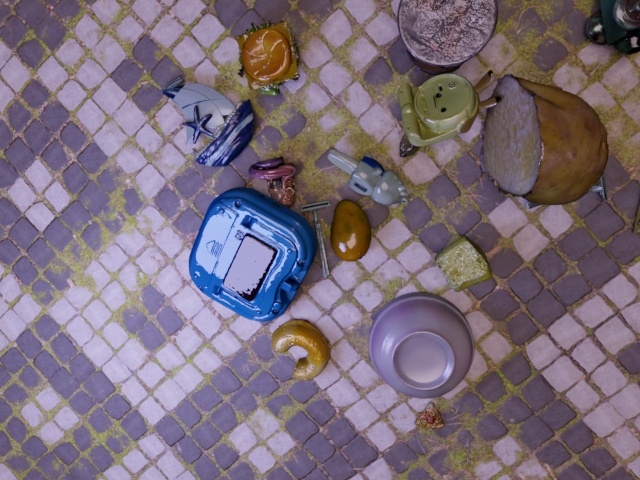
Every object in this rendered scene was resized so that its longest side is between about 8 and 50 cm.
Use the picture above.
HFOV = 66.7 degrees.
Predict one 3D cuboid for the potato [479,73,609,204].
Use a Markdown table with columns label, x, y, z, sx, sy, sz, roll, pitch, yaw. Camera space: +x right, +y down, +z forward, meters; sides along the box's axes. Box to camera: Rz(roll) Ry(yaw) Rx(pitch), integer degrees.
| label | x | y | z | sx | sy | sz | roll | pitch | yaw |
| --- | --- | --- | --- | --- | --- | --- | --- | --- | --- |
| potato | 0.542 | -0.231 | 1.134 | 0.237 | 0.301 | 0.289 | -4 | 125 | -6 |

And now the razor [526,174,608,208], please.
| label | x | y | z | sx | sy | sz | roll | pitch | yaw |
| --- | --- | --- | --- | --- | --- | --- | --- | --- | --- |
| razor | 0.618 | -0.112 | 1.229 | 0.191 | 0.037 | 0.068 | -13 | 100 | 12 |

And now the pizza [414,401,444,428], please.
| label | x | y | z | sx | sy | sz | roll | pitch | yaw |
| --- | --- | --- | --- | --- | --- | --- | --- | --- | --- |
| pizza | 0.305 | 0.494 | 1.364 | 0.083 | 0.025 | 0.078 | -1 | 100 | 9 |

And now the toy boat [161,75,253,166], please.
| label | x | y | z | sx | sy | sz | roll | pitch | yaw |
| --- | --- | --- | --- | --- | --- | --- | --- | --- | --- |
| toy boat | -0.321 | -0.319 | 1.330 | 0.291 | 0.070 | 0.210 | 21 | 96 | 9 |

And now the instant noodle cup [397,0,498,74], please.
| label | x | y | z | sx | sy | sz | roll | pitch | yaw |
| --- | --- | --- | --- | --- | --- | --- | --- | --- | --- |
| instant noodle cup | 0.288 | -0.497 | 1.140 | 0.217 | 0.207 | 0.218 | 1 | 97 | 9 |

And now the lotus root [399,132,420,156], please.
| label | x | y | z | sx | sy | sz | roll | pitch | yaw |
| --- | --- | --- | --- | --- | --- | --- | --- | --- | --- |
| lotus root | 0.235 | -0.256 | 1.259 | 0.054 | 0.049 | 0.099 | 34 | 96 | 28 |

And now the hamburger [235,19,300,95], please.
| label | x | y | z | sx | sy | sz | roll | pitch | yaw |
| --- | --- | --- | --- | --- | --- | --- | --- | --- | --- |
| hamburger | -0.130 | -0.471 | 1.264 | 0.164 | 0.093 | 0.190 | 0 | 96 | 11 |

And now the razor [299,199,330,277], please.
| label | x | y | z | sx | sy | sz | roll | pitch | yaw |
| --- | --- | --- | --- | --- | --- | --- | --- | --- | --- |
| razor | -0.001 | 0.000 | 1.343 | 0.084 | 0.036 | 0.211 | -11 | 101 | -10 |

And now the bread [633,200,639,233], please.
| label | x | y | z | sx | sy | sz | roll | pitch | yaw |
| --- | --- | --- | --- | --- | --- | --- | --- | --- | --- |
| bread | 0.839 | -0.122 | 1.188 | 0.088 | 0.049 | 0.226 | 7 | 99 | 7 |

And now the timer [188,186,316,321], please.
| label | x | y | z | sx | sy | sz | roll | pitch | yaw |
| --- | --- | --- | --- | --- | --- | --- | --- | --- | --- |
| timer | -0.189 | 0.045 | 1.304 | 0.309 | 0.115 | 0.340 | 29 | 115 | 2 |

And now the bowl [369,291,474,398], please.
| label | x | y | z | sx | sy | sz | roll | pitch | yaw |
| --- | --- | --- | --- | --- | --- | --- | --- | --- | --- |
| bowl | 0.268 | 0.293 | 1.284 | 0.286 | 0.144 | 0.287 | 1 | 99 | 8 |

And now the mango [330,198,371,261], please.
| label | x | y | z | sx | sy | sz | roll | pitch | yaw |
| --- | --- | --- | --- | --- | --- | --- | --- | --- | --- |
| mango | 0.082 | -0.025 | 1.296 | 0.111 | 0.089 | 0.163 | 10 | 91 | 8 |

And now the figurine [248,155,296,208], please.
| label | x | y | z | sx | sy | sz | roll | pitch | yaw |
| --- | --- | --- | --- | --- | --- | --- | --- | --- | --- |
| figurine | -0.109 | -0.156 | 1.305 | 0.114 | 0.126 | 0.157 | -49 | 119 | -28 |

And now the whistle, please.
| label | x | y | z | sx | sy | sz | roll | pitch | yaw |
| --- | --- | --- | --- | --- | --- | --- | --- | --- | --- |
| whistle | 0.127 | -0.167 | 1.266 | 0.244 | 0.110 | 0.092 | 33 | 69 | 3 |

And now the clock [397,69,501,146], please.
| label | x | y | z | sx | sy | sz | roll | pitch | yaw |
| --- | --- | --- | --- | --- | --- | --- | --- | --- | --- |
| clock | 0.311 | -0.335 | 1.186 | 0.231 | 0.069 | 0.170 | -14 | 63 | 17 |

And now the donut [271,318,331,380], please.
| label | x | y | z | sx | sy | sz | roll | pitch | yaw |
| --- | --- | --- | --- | --- | --- | --- | --- | --- | --- |
| donut | -0.050 | 0.310 | 1.368 | 0.146 | 0.078 | 0.181 | -27 | 94 | 14 |

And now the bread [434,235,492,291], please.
| label | x | y | z | sx | sy | sz | roll | pitch | yaw |
| --- | --- | --- | --- | --- | --- | --- | --- | --- | --- |
| bread | 0.371 | 0.061 | 1.253 | 0.114 | 0.111 | 0.129 | -32 | 74 | 16 |

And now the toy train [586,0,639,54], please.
| label | x | y | z | sx | sy | sz | roll | pitch | yaw |
| --- | --- | --- | --- | --- | --- | --- | --- | --- | --- |
| toy train | 0.729 | -0.586 | 1.103 | 0.221 | 0.150 | 0.305 | -13 | 94 | 0 |
